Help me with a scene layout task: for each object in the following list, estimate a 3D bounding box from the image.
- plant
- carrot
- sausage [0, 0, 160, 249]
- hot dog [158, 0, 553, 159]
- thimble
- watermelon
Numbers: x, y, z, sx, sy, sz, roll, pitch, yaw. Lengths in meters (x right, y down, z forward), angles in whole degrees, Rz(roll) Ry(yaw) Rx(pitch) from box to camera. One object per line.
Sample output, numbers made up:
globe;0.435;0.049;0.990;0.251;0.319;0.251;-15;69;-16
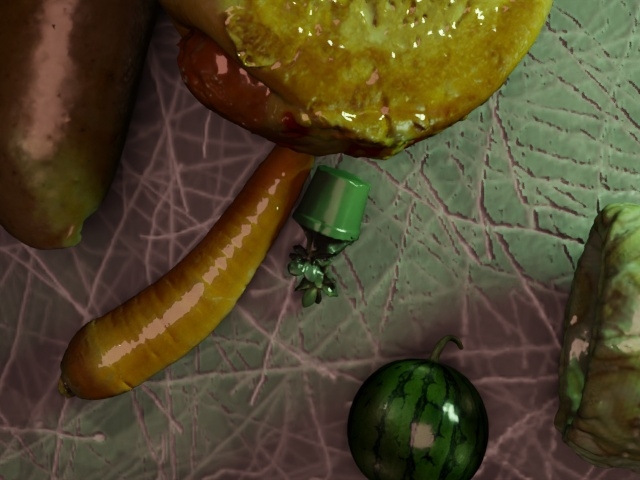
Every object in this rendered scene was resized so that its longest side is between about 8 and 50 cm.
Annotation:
plant;0.000;0.000;0.828;0.051;0.051;0.102;19;101;3
carrot;-0.083;0.025;0.834;0.271;0.066;0.062;-41;129;4
sausage;-0.145;-0.241;0.784;0.136;0.123;0.500;19;95;31
hot dog;0.017;-0.132;0.752;0.257;0.150;0.153;-3;114;-20
thimble;0.240;0.076;0.772;0.144;0.137;0.190;8;109;2
watermelon;0.068;0.126;0.805;0.109;0.109;0.109;0;93;5
